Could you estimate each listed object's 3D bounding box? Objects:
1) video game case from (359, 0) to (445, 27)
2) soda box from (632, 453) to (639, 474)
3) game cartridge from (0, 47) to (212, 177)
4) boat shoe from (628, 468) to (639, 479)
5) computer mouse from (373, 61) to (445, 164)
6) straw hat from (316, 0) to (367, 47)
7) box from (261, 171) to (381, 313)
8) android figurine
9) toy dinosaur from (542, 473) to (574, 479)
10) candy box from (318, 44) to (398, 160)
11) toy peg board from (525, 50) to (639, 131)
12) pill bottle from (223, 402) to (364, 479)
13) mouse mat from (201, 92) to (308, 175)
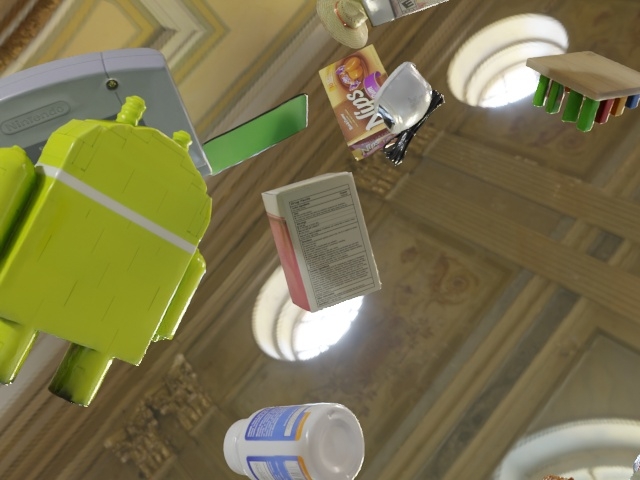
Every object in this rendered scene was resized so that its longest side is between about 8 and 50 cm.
[{"bbox_3d":[0.160,-0.416,0.964,0.275,0.035,0.248,-16,-25,15],"label":"video game case"},{"bbox_3d":[0.628,0.386,1.070,0.091,0.286,0.098,-62,-15,-54],"label":"soda box"},{"bbox_3d":[-0.292,-0.100,0.814,0.297,0.062,0.198,-21,-49,-5],"label":"game cartridge"},{"bbox_3d":[0.247,0.149,0.478,0.137,0.043,0.049,-54,-5,-8],"label":"boat shoe"},{"bbox_3d":[0.105,-0.150,0.844,0.106,0.042,0.193,-49,-13,6],"label":"computer mouse"},{"bbox_3d":[0.066,-0.485,1.521,0.144,0.061,0.144,17,-118,-35],"label":"straw hat"},{"bbox_3d":[0.000,0.000,1.353,0.149,0.127,0.232,-18,-80,-18],"label":"box"},{"bbox_3d":[-0.198,0.005,0.643,0.248,0.056,0.272,33,-104,-48],"label":"android figurine"},{"bbox_3d":[0.417,0.491,1.183,0.218,0.164,0.322,-62,-21,13],"label":"toy dinosaur"},{"bbox_3d":[0.076,-0.238,1.229,0.109,0.186,0.053,-24,-35,10],"label":"candy box"},{"bbox_3d":[0.455,-0.254,1.224,0.161,0.161,0.079,-13,-51,-29],"label":"toy peg board"},{"bbox_3d":[-0.061,0.395,1.379,0.152,0.272,0.152,14,-111,-41],"label":"pill bottle"},{"bbox_3d":[-0.103,-0.166,1.143,0.190,0.007,0.152,-27,-10,-7],"label":"mouse mat"}]
